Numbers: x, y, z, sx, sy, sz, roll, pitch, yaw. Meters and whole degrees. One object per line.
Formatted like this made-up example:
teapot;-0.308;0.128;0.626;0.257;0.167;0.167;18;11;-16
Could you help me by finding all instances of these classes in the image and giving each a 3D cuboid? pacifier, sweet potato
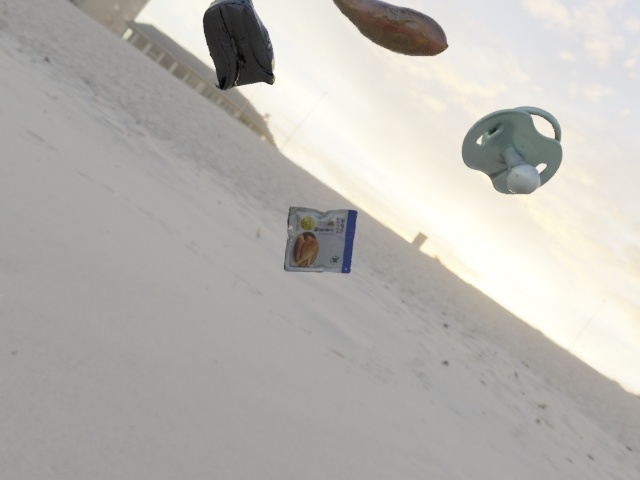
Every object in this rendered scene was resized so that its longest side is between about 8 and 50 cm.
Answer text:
pacifier;0.265;-0.107;0.799;0.150;0.127;0.117;40;28;-28
sweet potato;0.128;-0.511;1.388;0.385;0.109;0.109;35;-2;21

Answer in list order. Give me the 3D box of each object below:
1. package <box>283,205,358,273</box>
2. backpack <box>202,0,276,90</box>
package;0.000;0.000;1.494;0.173;0.171;0.027;3;18;-6
backpack;-0.149;-0.367;1.111;0.106;0.120;0.165;-93;176;-49
